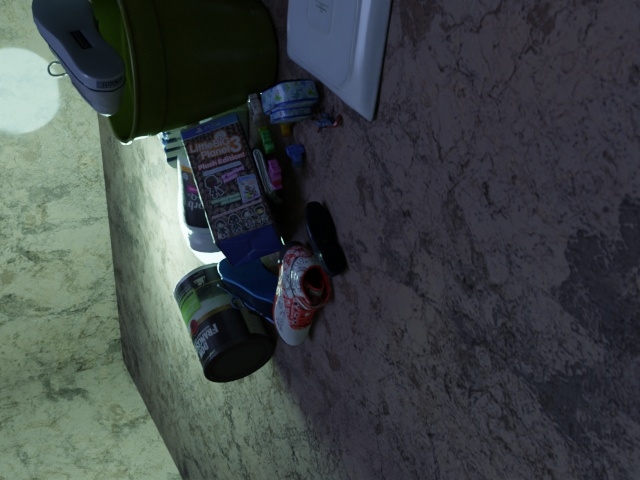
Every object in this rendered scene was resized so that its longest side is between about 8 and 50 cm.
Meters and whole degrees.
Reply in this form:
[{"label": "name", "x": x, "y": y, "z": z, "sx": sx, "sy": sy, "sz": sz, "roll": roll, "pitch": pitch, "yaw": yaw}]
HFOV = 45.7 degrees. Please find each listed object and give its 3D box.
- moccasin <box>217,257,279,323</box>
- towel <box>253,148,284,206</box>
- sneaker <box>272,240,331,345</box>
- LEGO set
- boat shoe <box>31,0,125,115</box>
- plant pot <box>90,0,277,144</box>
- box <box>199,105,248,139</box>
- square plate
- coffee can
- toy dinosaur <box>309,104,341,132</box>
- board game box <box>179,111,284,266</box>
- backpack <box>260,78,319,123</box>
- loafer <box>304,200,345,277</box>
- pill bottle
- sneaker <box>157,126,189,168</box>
[{"label": "moccasin", "x": -0.176, "y": 0.134, "z": 1.957, "sx": 0.342, "sy": 0.138, "sz": 0.116, "roll": 40, "pitch": 149, "yaw": 59}, {"label": "towel", "x": -0.118, "y": -0.146, "z": 1.776, "sx": 0.152, "sy": 0.023, "sz": 0.113, "roll": 45, "pitch": -152, "yaw": -78}, {"label": "sneaker", "x": -0.042, "y": 0.148, "z": 1.739, "sx": 0.145, "sy": 0.090, "sz": 0.269, "roll": -141, "pitch": 49, "yaw": -57}, {"label": "LEGO set", "x": -0.092, "y": -0.238, "z": 1.680, "sx": 0.093, "sy": 0.087, "sz": 0.227, "roll": 111, "pitch": 142, "yaw": -72}, {"label": "boat shoe", "x": -0.517, "y": -0.396, "z": 1.644, "sx": 0.367, "sy": 0.136, "sz": 0.156, "roll": 50, "pitch": 147, "yaw": 29}, {"label": "plant pot", "x": -0.302, "y": -0.425, "z": 1.729, "sx": 0.366, "sy": 0.353, "sz": 0.366, "roll": 38, "pitch": 134, "yaw": 54}, {"label": "box", "x": -0.251, "y": -0.305, "z": 1.967, "sx": 0.102, "sy": 0.101, "sz": 0.087, "roll": 41, "pitch": 136, "yaw": 55}, {"label": "square plate", "x": 0.018, "y": -0.444, "z": 1.417, "sx": 0.347, "sy": 0.049, "sz": 0.343, "roll": 48, "pitch": 142, "yaw": 46}, {"label": "coffee can", "x": -0.273, "y": 0.227, "z": 2.119, "sx": 0.275, "sy": 0.202, "sz": 0.201, "roll": 61, "pitch": 149, "yaw": 33}, {"label": "toy dinosaur", "x": 0.017, "y": -0.243, "z": 1.540, "sx": 0.082, "sy": 0.047, "sz": 0.090, "roll": 43, "pitch": 171, "yaw": 38}, {"label": "board game box", "x": -0.206, "y": -0.115, "z": 1.816, "sx": 0.232, "sy": 0.141, "sz": 0.290, "roll": 76, "pitch": 174, "yaw": -73}, {"label": "backpack", "x": -0.058, "y": -0.288, "z": 1.574, "sx": 0.114, "sy": 0.105, "sz": 0.084, "roll": -11, "pitch": 91, "yaw": 64}, {"label": "loafer", "x": 0.000, "y": 0.000, "z": 1.629, "sx": 0.061, "sy": 0.062, "sz": 0.170, "roll": 133, "pitch": 123, "yaw": -65}, {"label": "pill bottle", "x": -0.307, "y": -0.116, "z": 2.092, "sx": 0.162, "sy": 0.162, "sz": 0.278, "roll": 41, "pitch": 136, "yaw": 52}, {"label": "sneaker", "x": -0.467, "y": -0.395, "z": 2.343, "sx": 0.182, "sy": 0.128, "sz": 0.315, "roll": 50, "pitch": 144, "yaw": 42}]
